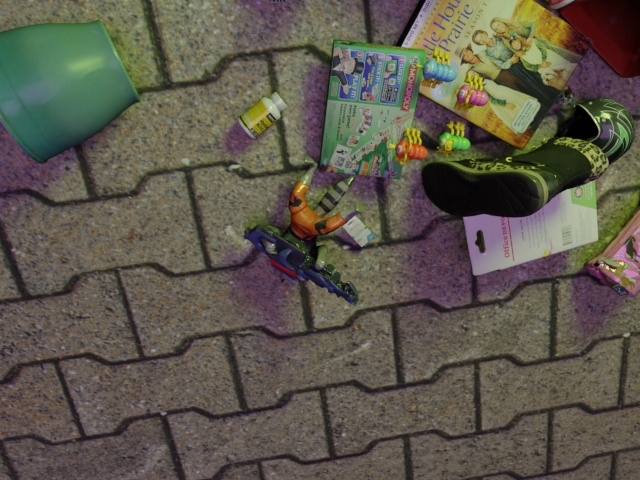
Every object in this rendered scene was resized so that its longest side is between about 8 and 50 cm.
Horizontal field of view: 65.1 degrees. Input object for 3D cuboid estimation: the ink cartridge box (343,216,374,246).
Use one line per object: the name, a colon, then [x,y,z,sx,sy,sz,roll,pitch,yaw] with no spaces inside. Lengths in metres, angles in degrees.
ink cartridge box: [0.102,-0.029,1.375,0.048,0.028,0.083,-41,110,10]

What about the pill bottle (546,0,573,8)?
pill bottle: [0.534,-0.636,1.140,0.108,0.108,0.180,-39,110,9]

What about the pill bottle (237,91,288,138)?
pill bottle: [-0.139,-0.307,1.221,0.116,0.065,0.065,-38,110,9]

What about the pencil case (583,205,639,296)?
pencil case: [0.921,-0.028,1.396,0.160,0.167,0.386,39,105,18]

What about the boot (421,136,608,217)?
boot: [0.462,-0.162,1.231,0.284,0.377,0.138,-21,106,-24]

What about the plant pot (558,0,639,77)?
plant pot: [0.773,-0.559,1.130,0.267,0.267,0.235,35,91,-17]

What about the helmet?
helmet: [0.705,-0.275,1.272,0.170,0.169,0.161,21,122,-13]

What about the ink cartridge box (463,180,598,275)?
ink cartridge box: [0.548,-0.056,1.362,0.354,0.119,0.207,-16,112,-1]

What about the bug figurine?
bug figurine: [0.285,-0.294,1.182,0.216,0.072,0.278,2,121,-23]

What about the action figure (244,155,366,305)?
action figure: [0.000,0.000,1.289,0.341,0.178,0.330,38,122,5]

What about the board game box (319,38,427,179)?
board game box: [0.117,-0.308,1.219,0.214,0.046,0.317,5,122,-4]

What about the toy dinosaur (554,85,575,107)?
toy dinosaur: [0.633,-0.370,1.270,0.047,0.082,0.090,25,147,11]

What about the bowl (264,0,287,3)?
bowl: [-0.100,-0.615,1.097,0.170,0.080,0.170,-2,112,-6]

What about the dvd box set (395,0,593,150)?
dvd box set: [0.405,-0.449,1.224,0.421,0.062,0.307,25,107,-15]

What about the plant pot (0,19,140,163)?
plant pot: [-0.544,-0.339,1.072,0.255,0.272,0.271,-26,112,-10]
